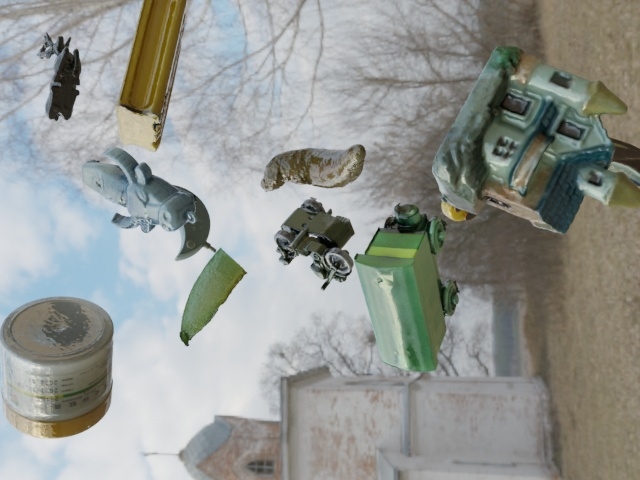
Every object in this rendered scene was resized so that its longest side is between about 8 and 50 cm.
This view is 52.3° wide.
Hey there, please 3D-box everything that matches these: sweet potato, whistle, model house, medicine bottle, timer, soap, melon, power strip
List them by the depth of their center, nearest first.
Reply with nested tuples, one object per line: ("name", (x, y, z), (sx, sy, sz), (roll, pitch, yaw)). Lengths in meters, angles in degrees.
("model house", (0.394, -0.141, 1.093), (0.267, 0.325, 0.194), (-61, -19, -3))
("whistle", (-0.353, -0.089, 1.266), (0.093, 0.269, 0.180), (-55, -22, -46))
("sweet potato", (-0.003, -0.158, 1.413), (0.124, 0.310, 0.097), (-10, -85, -51))
("melon", (-0.238, 0.130, 1.437), (0.261, 0.114, 0.053), (-64, -35, -36))
("soap", (-0.376, -0.379, 1.455), (0.204, 0.096, 0.324), (132, 147, -67))
("medicine bottle", (-0.588, 0.282, 1.465), (0.238, 0.238, 0.231), (-67, -8, -59))
("power strip", (-0.387, -0.053, 1.811), (0.168, 0.253, 0.054), (-35, -8, -33))
("timer", (0.421, -0.117, 2.004), (0.109, 0.107, 0.107), (-128, 24, -58))

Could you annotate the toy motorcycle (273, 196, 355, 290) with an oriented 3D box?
("toy motorcycle", (0.000, 0.000, 1.709), (0.205, 0.275, 0.127), (-49, -36, -31))

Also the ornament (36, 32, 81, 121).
("ornament", (-0.686, -0.436, 1.701), (0.080, 0.236, 0.202), (3, -61, -37))

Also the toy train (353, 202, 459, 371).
("toy train", (0.169, 0.085, 1.209), (0.202, 0.120, 0.300), (-56, -41, -43))

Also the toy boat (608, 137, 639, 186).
("toy boat", (0.668, -0.179, 1.565), (0.115, 0.262, 0.114), (95, -165, -44))
